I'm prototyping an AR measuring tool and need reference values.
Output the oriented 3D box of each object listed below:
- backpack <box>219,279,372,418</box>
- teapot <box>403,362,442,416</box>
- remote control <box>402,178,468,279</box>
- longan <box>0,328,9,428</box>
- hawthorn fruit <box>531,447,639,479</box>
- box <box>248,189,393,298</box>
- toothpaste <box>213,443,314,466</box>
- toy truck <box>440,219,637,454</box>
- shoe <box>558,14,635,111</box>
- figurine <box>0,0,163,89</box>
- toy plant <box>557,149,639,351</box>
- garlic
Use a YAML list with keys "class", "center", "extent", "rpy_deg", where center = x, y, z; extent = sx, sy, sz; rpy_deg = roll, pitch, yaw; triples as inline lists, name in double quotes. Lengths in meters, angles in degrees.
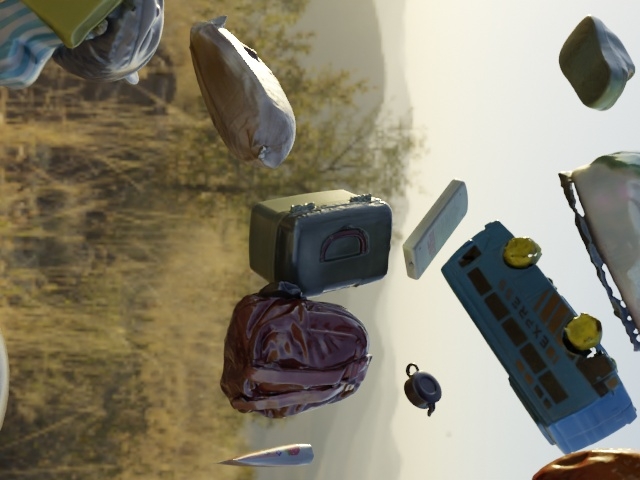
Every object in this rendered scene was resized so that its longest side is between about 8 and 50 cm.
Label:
- class: "backpack"
  center: [-0.031, 0.169, 1.334]
  extent: [0.139, 0.229, 0.229]
  rpy_deg: [-109, -169, -49]
- class: "teapot"
  center: [0.176, 0.263, 1.651]
  extent: [0.045, 0.068, 0.100]
  rpy_deg: [-49, -125, 37]
- class: "remote control"
  center: [0.202, -0.023, 1.622]
  extent: [0.190, 0.029, 0.087]
  rpy_deg: [-51, 146, -28]
- class: "longan"
  center: [-0.612, 0.197, 1.312]
  extent: [0.404, 0.336, 0.404]
  rpy_deg: [23, -62, 52]
- class: "hawthorn fruit"
  center: [0.308, 0.304, 0.958]
  extent: [0.210, 0.262, 0.210]
  rpy_deg: [-63, 176, -8]
- class: "box"
  center: [0.000, 0.000, 1.440]
  extent: [0.129, 0.210, 0.148]
  rpy_deg: [29, -58, 49]
- class: "toothpaste"
  center: [-0.101, 0.408, 1.755]
  extent: [0.067, 0.194, 0.043]
  rpy_deg: [-24, -112, 48]
- class: "toy truck"
  center: [0.340, 0.141, 1.489]
  extent: [0.161, 0.162, 0.385]
  rpy_deg: [51, 8, -49]
- class: "shoe"
  center: [0.380, -0.228, 1.256]
  extent: [0.079, 0.078, 0.195]
  rpy_deg: [-52, -161, 32]
- class: "figurine"
  center: [-0.438, -0.355, 1.751]
  extent: [0.266, 0.361, 0.377]
  rpy_deg: [60, 3, 27]
- class: "toy plant"
  center: [0.453, -0.043, 1.008]
  extent: [0.247, 0.332, 0.247]
  rpy_deg: [50, 25, -33]
- class: "garlic"
  center: [-0.082, -0.142, 1.023]
  extent: [0.128, 0.090, 0.198]
  rpy_deg: [57, 10, -61]
